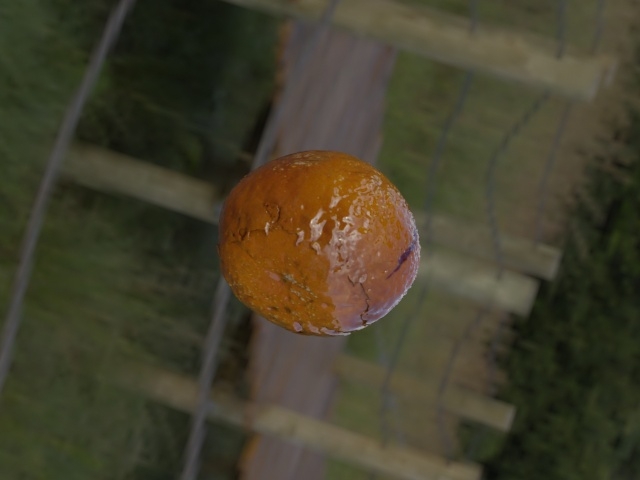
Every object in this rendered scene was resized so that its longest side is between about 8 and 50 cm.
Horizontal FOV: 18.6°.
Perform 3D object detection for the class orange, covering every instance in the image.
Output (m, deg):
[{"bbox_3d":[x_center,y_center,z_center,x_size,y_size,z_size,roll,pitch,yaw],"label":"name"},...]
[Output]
[{"bbox_3d":[0.000,0.000,1.843,0.193,0.193,0.161,95,19,-51],"label":"orange"}]
